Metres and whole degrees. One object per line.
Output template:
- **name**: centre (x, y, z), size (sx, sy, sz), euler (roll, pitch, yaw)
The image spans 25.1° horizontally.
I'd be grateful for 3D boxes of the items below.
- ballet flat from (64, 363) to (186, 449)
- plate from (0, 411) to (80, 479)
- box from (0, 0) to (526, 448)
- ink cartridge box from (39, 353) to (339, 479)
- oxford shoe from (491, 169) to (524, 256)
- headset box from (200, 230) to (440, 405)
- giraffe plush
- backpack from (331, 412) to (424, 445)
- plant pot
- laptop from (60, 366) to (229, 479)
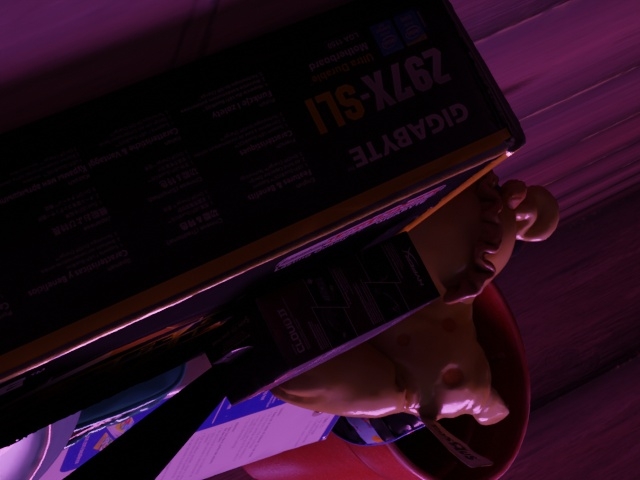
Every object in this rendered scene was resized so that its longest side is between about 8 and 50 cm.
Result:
- **ballet flat**: centre (-0.196, 0.103, 0.861), size (0.247, 0.083, 0.087), euler (-19, -171, -39)
- **plate**: centre (-0.201, 0.114, 0.745), size (0.188, 0.024, 0.188), euler (-26, 143, -22)
- **box**: centre (-0.113, 0.028, 0.576), size (0.322, 0.079, 0.257), euler (-24, 175, -23)
- **ink cartridge box**: centre (-0.117, 0.125, 1.046), size (0.333, 0.065, 0.165), euler (-12, 147, -34)
- **oxford shoe**: centre (0.099, -0.024, 1.103), size (0.076, 0.076, 0.212), euler (13, 178, 22)
- **headset box**: centre (-0.004, 0.033, 0.571), size (0.083, 0.032, 0.062), euler (-23, 172, -30)
- **giraffe plush**: centre (0.056, 0.022, 0.930), size (0.181, 0.210, 0.170), euler (-3, 115, -54)
- **backpack**: centre (0.050, 0.079, 1.230), size (0.158, 0.173, 0.117), euler (-31, 173, 27)
- **plant pot**: centre (0.041, 0.159, 1.582), size (0.265, 0.272, 0.272), euler (-21, 180, 43)
- **laptop**: centre (-0.151, 0.280, 0.600), size (0.236, 0.407, 0.382), euler (-1, -164, 17)
